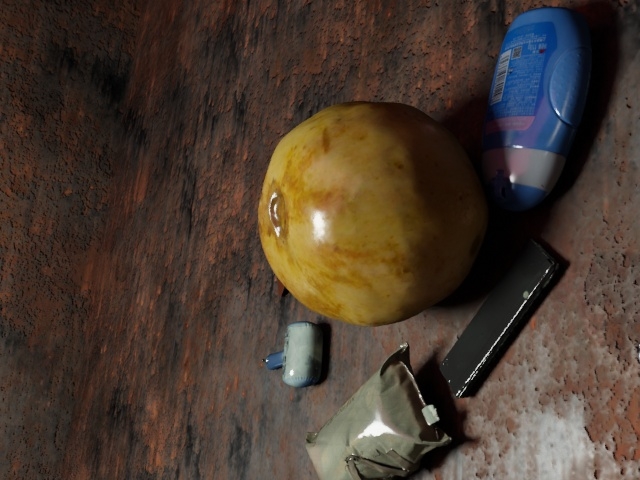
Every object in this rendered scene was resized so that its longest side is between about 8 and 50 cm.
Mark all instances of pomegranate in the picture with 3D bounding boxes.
[{"bbox_3d":[0.082,-0.042,1.042,0.338,0.338,0.338,-29,53,48],"label":"pomegranate"}]

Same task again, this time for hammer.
[{"bbox_3d":[-0.059,0.217,1.346,0.194,0.069,0.116,-29,53,59],"label":"hammer"}]

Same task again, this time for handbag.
[{"bbox_3d":[0.076,0.291,1.057,0.270,0.117,0.183,-50,47,31],"label":"handbag"}]

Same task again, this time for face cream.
[{"bbox_3d":[0.279,-0.167,0.964,0.149,0.083,0.264,6,82,58],"label":"face cream"}]

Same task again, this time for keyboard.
[{"bbox_3d":[0.235,0.106,0.973,0.231,0.023,0.072,-60,28,21],"label":"keyboard"}]

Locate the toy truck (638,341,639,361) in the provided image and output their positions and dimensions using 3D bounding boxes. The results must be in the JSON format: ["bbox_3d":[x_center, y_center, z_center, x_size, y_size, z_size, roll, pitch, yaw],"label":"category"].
[{"bbox_3d":[0.390,0.080,0.669,0.124,0.114,0.253,39,110,41],"label":"toy truck"}]

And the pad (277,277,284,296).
[{"bbox_3d":[-0.064,-0.020,1.403,0.267,0.004,0.181,110,158,-56],"label":"pad"}]
